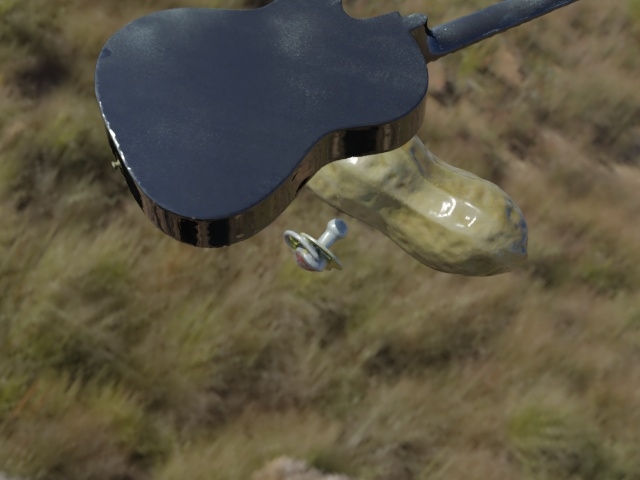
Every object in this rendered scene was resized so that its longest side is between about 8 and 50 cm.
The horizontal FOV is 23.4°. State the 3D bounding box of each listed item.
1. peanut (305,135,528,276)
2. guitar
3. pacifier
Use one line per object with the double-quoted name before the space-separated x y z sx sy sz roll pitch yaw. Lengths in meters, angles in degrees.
"peanut" 0.089 -0.054 1.537 0.274 0.125 0.111 30 64 9
"guitar" 0.032 -0.072 0.561 0.233 0.025 0.088 -23 65 -11
"pacifier" 0.000 0.000 1.628 0.068 0.064 0.083 44 -14 -11
